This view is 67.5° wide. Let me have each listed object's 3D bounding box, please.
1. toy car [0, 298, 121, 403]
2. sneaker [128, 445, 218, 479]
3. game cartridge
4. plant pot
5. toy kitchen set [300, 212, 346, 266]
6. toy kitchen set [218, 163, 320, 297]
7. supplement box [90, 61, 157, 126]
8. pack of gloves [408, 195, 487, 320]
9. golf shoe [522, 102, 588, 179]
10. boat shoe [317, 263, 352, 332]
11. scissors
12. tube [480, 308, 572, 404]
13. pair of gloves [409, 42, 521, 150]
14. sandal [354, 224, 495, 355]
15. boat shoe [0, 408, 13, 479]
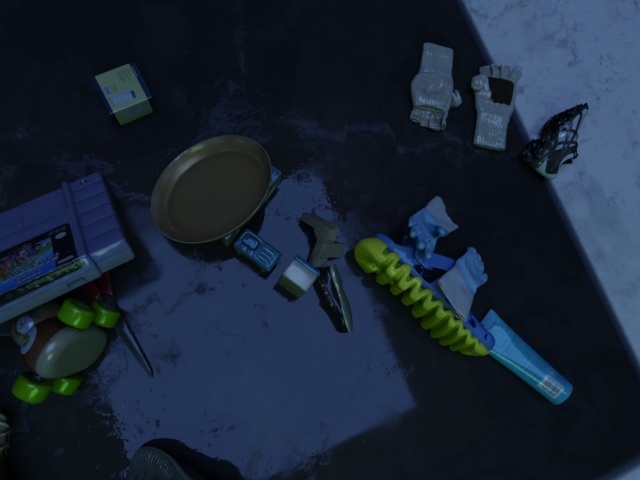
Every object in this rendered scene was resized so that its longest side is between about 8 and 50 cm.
[{"bbox_3d":[-0.459,0.141,0.776,0.189,0.149,0.155,28,84,9],"label":"toy car"},{"bbox_3d":[-0.210,0.418,0.790,0.222,0.118,0.083,22,74,26],"label":"sneaker"},{"bbox_3d":[-0.496,0.028,0.767,0.355,0.068,0.230,-27,43,-14],"label":"game cartridge"},{"bbox_3d":[-0.194,-0.091,0.868,0.237,0.032,0.236,-9,58,14],"label":"plant pot"},{"bbox_3d":[0.000,0.000,0.934,0.075,0.068,0.083,32,108,38],"label":"toy kitchen set"},{"bbox_3d":[-0.069,-0.025,0.876,0.207,0.122,0.166,36,75,-1],"label":"toy kitchen set"},{"bbox_3d":[-0.372,-0.277,0.911,0.083,0.056,0.083,-27,84,-14],"label":"supplement box"},{"bbox_3d":[0.254,0.013,0.890,0.195,0.046,0.232,55,34,2],"label":"pack of gloves"},{"bbox_3d":[0.528,-0.217,1.050,0.198,0.077,0.094,-45,103,-11],"label":"golf shoe"},{"bbox_3d":[0.028,0.113,0.907,0.042,0.049,0.132,-19,89,15],"label":"boat shoe"},{"bbox_3d":[-0.387,0.115,0.850,0.109,0.021,0.296,-17,83,-13],"label":"scissors"},{"bbox_3d":[0.394,0.233,0.941,0.207,0.052,0.080,41,70,6],"label":"tube"},{"bbox_3d":[0.314,-0.319,1.043,0.240,0.042,0.204,18,76,-5],"label":"pair of gloves"},{"bbox_3d":[0.218,0.084,0.906,0.138,0.126,0.317,-42,90,-20],"label":"sandal"},{"bbox_3d":[-0.536,0.308,0.732,0.116,0.123,0.324,-40,98,-39],"label":"boat shoe"}]
